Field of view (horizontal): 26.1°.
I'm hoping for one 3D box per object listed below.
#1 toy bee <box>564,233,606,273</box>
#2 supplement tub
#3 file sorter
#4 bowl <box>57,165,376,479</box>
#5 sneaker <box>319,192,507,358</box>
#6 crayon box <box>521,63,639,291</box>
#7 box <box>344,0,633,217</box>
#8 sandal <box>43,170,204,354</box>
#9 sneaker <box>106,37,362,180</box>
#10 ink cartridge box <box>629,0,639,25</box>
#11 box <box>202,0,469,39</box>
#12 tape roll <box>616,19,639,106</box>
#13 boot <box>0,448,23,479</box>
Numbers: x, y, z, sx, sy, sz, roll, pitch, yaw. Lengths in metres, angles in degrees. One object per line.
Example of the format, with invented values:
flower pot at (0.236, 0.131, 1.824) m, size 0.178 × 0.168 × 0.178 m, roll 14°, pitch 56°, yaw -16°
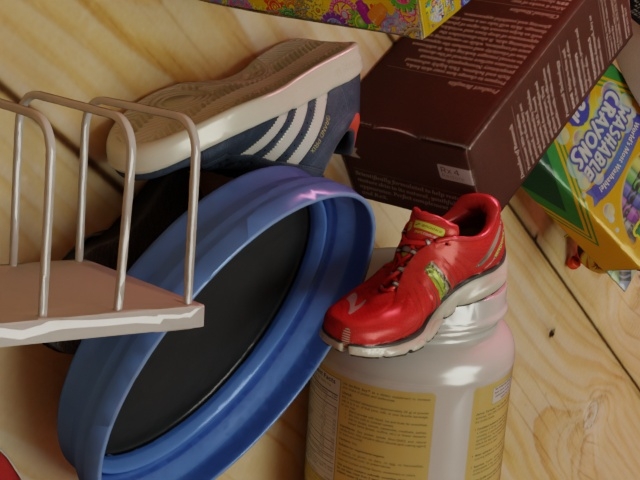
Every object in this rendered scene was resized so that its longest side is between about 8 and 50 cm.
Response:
toy bee at (0.433, -0.013, 2.111) m, size 0.195 × 0.162 × 0.298 m, roll 2°, pitch 78°, yaw -46°
supplement tub at (0.104, 0.195, 1.638) m, size 0.241 × 0.241 × 0.331 m, roll -18°, pitch 118°, yaw -50°
file sorter at (-0.250, -0.024, 1.058) m, size 0.277 × 0.193 × 0.173 m, roll -3°, pitch 103°, yaw -39°
bowl at (-0.099, 0.096, 1.352) m, size 0.391 × 0.077 × 0.391 m, roll -43°, pitch 157°, yaw -24°
sneaker at (0.096, 0.027, 1.445) m, size 0.279 × 0.107 × 0.118 m, roll -33°, pitch 131°, yaw -42°
crayon box at (0.404, -0.103, 1.949) m, size 0.323 × 0.083 × 0.203 m, roll 42°, pitch 66°, yaw -24°
box at (0.205, -0.200, 1.656) m, size 0.381 × 0.191 × 0.143 m, roll -48°, pitch 138°, yaw -30°
sandal at (-0.195, 0.024, 1.317) m, size 0.254 × 0.054 × 0.097 m, roll -49°, pitch 129°, yaw -47°
sneaker at (-0.067, -0.092, 1.378) m, size 0.350 × 0.131 × 0.148 m, roll -29°, pitch 122°, yaw -45°
ink cartridge box at (0.473, -0.446, 1.920) m, size 0.175 × 0.069 × 0.371 m, roll 29°, pitch 55°, yaw -32°
box at (0.042, -0.344, 1.286) m, size 0.279 × 0.290 × 0.177 m, roll -43°, pitch 134°, yaw -37°
tape roll at (0.554, -0.296, 2.033) m, size 0.392 × 0.072 × 0.392 m, roll 22°, pitch 57°, yaw -38°
boot at (-0.249, 0.293, 1.251) m, size 0.088 × 0.176 × 0.244 m, roll -41°, pitch 133°, yaw -35°
